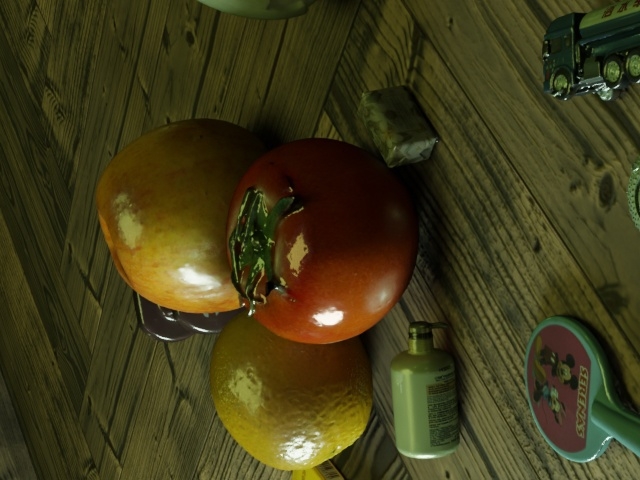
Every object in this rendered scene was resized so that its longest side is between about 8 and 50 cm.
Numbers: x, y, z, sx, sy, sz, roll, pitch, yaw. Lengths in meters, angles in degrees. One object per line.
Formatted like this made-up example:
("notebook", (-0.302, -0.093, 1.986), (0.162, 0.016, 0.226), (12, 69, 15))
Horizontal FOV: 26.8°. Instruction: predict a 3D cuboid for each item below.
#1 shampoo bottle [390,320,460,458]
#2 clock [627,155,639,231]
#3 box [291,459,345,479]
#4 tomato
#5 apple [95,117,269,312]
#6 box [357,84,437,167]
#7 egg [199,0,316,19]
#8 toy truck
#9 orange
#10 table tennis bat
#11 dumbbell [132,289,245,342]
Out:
("shampoo bottle", (0.125, 0.177, 1.625), (0.079, 0.079, 0.162), (13, 110, 62))
("clock", (0.312, -0.040, 1.259), (0.074, 0.010, 0.083), (42, 135, 51))
("box", (0.030, 0.429, 1.937), (0.269, 0.043, 0.152), (45, 137, 50))
("tomato", (0.000, 0.000, 1.652), (0.256, 0.224, 0.256), (16, 109, 60))
("apple", (-0.192, -0.031, 1.976), (0.299, 0.275, 0.299), (42, 140, 49))
("box", (0.091, -0.137, 1.608), (0.098, 0.062, 0.045), (61, 152, 29))
("egg", (-0.103, -0.430, 1.662), (0.336, 0.278, 0.278), (51, 164, -25))
("toy truck", (0.279, -0.178, 1.210), (0.202, 0.074, 0.088), (-6, 88, 63))
("orange", (-0.039, 0.188, 1.800), (0.236, 0.236, 0.236), (31, 125, 57))
("table tennis bat", (0.279, 0.167, 1.372), (0.244, 0.040, 0.153), (-145, 52, -61))
("dumbbell", (-0.220, 0.095, 2.229), (0.225, 0.124, 0.140), (-20, 80, 63))
